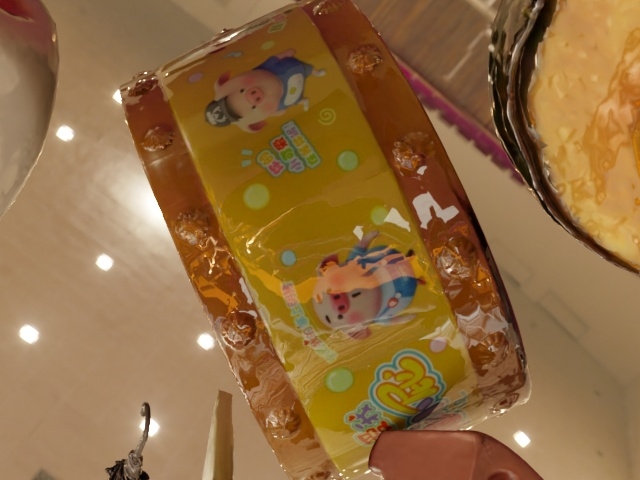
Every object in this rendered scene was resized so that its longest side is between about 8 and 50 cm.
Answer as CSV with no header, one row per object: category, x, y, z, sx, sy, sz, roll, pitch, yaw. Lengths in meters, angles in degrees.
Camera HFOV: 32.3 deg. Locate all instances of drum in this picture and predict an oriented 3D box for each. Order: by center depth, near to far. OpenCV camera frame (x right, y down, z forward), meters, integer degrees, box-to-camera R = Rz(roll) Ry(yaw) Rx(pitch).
drum,0.000,0.000,0.995,0.431,0.214,0.431,154,90,-89

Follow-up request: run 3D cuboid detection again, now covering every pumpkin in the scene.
pumpkin,0.255,-0.147,0.748,0.256,0.303,0.225,54,-160,-8

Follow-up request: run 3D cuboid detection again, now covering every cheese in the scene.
cheese,0.092,0.228,0.820,0.203,0.128,0.177,-10,-92,-36

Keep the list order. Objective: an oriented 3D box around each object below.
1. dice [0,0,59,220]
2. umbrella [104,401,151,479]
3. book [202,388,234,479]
dice,-0.403,-0.125,0.842,0.277,0.304,0.304,23,-159,-46
umbrella,-0.099,0.133,0.538,0.022,0.148,0.022,6,-142,-18
book,-0.121,0.325,1.145,0.026,0.289,0.201,8,-163,-7
